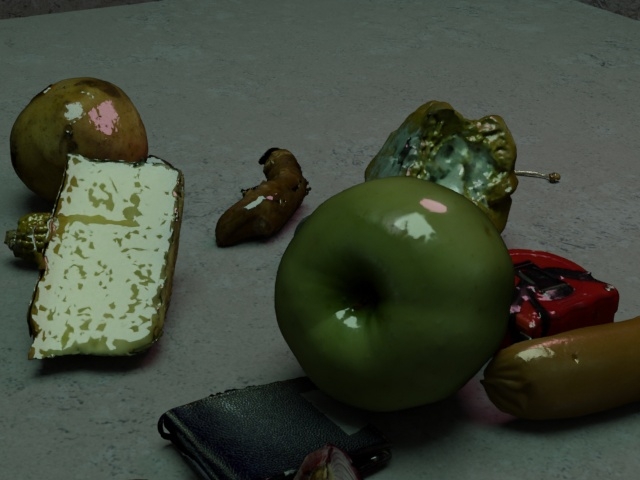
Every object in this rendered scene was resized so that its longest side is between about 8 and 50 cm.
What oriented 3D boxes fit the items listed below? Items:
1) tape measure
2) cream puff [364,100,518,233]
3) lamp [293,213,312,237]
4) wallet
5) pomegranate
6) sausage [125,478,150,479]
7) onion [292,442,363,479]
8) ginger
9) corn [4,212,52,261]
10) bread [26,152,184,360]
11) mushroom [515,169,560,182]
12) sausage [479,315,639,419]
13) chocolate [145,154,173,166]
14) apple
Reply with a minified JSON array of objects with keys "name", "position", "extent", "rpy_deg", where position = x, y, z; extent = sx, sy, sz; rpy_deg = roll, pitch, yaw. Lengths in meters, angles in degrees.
[{"name":"tape measure","position":[0.352,0.109,1.660],"extent":[0.253,0.114,0.260],"rpy_deg":[-15,33,-31]},{"name":"cream puff","position":[0.227,-0.094,1.914],"extent":[0.269,0.323,0.274],"rpy_deg":[34,-14,-21]},{"name":"lamp","position":[0.000,0.000,1.842],"extent":[0.105,0.105,0.105],"rpy_deg":[2,28,-1]},{"name":"wallet","position":[-0.062,0.279,1.368],"extent":[0.262,0.071,0.221],"rpy_deg":[-14,27,-34]},{"name":"pomegranate","position":[-0.488,-0.202,1.998],"extent":[0.281,0.281,0.281],"rpy_deg":[2,28,-1]},{"name":"sausage","position":[-0.260,0.343,1.199],"extent":[0.179,0.089,0.089],"rpy_deg":[-14,31,-11]},{"name":"onion","position":[0.008,0.355,1.191],"extent":[0.098,0.151,0.206],"rpy_deg":[-28,20,14]},{"name":"ginger","position":[-0.103,-0.088,1.997],"extent":[0.133,0.107,0.309],"rpy_deg":[21,34,4]},{"name":"corn","position":[-0.449,-0.002,1.807],"extent":[0.261,0.097,0.097],"rpy_deg":[1,28,-6]},{"name":"bread","position":[-0.355,0.017,1.617],"extent":[0.248,0.279,0.315],"rpy_deg":[6,16,-10]},{"name":"mushroom","position":[0.410,-0.161,2.272],"extent":[0.286,0.028,0.026],"rpy_deg":[8,71,11]},{"name":"sausage","position":[0.404,0.196,1.482],"extent":[0.354,0.134,0.116],"rpy_deg":[-10,27,-23]},{"name":"chocolate","position":[-0.330,-0.113,2.018],"extent":[0.080,0.125,0.149],"rpy_deg":[19,24,-4]},{"name":"apple","position":[0.116,0.074,1.446],"extent":[0.357,0.357,0.357],"rpy_deg":[2,28,-1]}]
